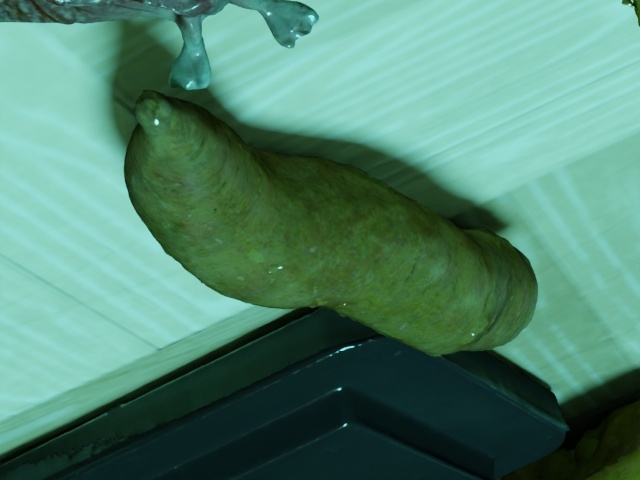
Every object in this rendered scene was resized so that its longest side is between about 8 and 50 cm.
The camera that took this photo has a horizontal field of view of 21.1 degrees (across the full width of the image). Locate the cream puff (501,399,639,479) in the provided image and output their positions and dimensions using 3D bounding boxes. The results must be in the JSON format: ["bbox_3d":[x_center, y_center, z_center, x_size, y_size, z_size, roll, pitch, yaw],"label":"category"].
[{"bbox_3d":[0.193,0.206,1.011,0.155,0.241,0.269,-16,120,-17],"label":"cream puff"}]

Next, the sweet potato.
[{"bbox_3d":[0.000,0.000,0.620,0.281,0.067,0.059,19,94,-53],"label":"sweet potato"}]

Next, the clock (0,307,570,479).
[{"bbox_3d":[-0.029,0.129,0.880,0.273,0.049,0.279,-27,154,18],"label":"clock"}]

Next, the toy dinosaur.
[{"bbox_3d":[-0.045,-0.078,0.469,0.220,0.032,0.108,-21,158,8],"label":"toy dinosaur"}]

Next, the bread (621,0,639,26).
[{"bbox_3d":[0.137,-0.125,0.466,0.103,0.065,0.187,-14,156,-8],"label":"bread"}]
